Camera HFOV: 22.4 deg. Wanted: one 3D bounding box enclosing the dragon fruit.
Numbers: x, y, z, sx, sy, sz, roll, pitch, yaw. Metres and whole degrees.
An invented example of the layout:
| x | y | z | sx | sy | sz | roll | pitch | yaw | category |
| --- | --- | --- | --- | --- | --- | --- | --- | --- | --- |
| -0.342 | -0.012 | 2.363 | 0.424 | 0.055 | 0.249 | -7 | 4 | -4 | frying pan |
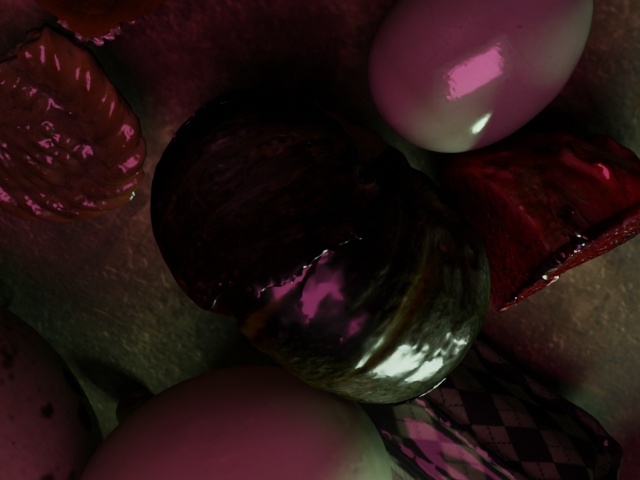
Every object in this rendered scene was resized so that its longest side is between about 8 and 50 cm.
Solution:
| x | y | z | sx | sy | sz | roll | pitch | yaw | category |
| --- | --- | --- | --- | --- | --- | --- | --- | --- | --- |
| 0.197 | -0.031 | 1.427 | 0.189 | 0.261 | 0.163 | 30 | 79 | -1 | dragon fruit |

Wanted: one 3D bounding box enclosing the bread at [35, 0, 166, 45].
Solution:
| x | y | z | sx | sy | sz | roll | pitch | yaw | category |
| --- | --- | --- | --- | --- | --- | --- | --- | --- | --- |
| -0.182 | -0.282 | 1.327 | 0.192 | 0.109 | 0.210 | -28 | 118 | 24 | bread |

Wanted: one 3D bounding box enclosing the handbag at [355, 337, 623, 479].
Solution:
| x | y | z | sx | sy | sz | roll | pitch | yaw | category |
| --- | --- | --- | --- | --- | --- | --- | --- | --- | --- |
| 0.057 | 0.273 | 1.670 | 0.317 | 0.180 | 0.416 | 35 | 127 | -8 | handbag |

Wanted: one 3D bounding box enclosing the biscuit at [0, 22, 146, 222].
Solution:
| x | y | z | sx | sy | sz | roll | pitch | yaw | category |
| --- | --- | --- | --- | --- | --- | --- | --- | --- | --- |
| -0.252 | -0.083 | 1.471 | 0.187 | 0.036 | 0.273 | 35 | 141 | -20 | biscuit |

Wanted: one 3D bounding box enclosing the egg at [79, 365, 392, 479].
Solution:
| x | y | z | sx | sy | sz | roll | pitch | yaw | category |
| --- | --- | --- | --- | --- | --- | --- | --- | --- | --- |
| -0.080 | 0.257 | 1.465 | 0.283 | 0.283 | 0.345 | 30 | 121 | -15 | egg |

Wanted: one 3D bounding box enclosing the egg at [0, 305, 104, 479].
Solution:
| x | y | z | sx | sy | sz | roll | pitch | yaw | category |
| --- | --- | --- | --- | --- | --- | --- | --- | --- | --- |
| -0.356 | 0.222 | 1.597 | 0.288 | 0.287 | 0.379 | -8 | 112 | 11 | egg |

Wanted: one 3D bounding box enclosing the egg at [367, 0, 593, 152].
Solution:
| x | y | z | sx | sy | sz | roll | pitch | yaw | category |
| --- | --- | --- | --- | --- | --- | --- | --- | --- | --- |
| 0.134 | -0.163 | 1.354 | 0.209 | 0.151 | 0.151 | -38 | 114 | 19 | egg |

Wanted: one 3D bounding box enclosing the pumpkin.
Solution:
| x | y | z | sx | sy | sz | roll | pitch | yaw | category |
| --- | --- | --- | --- | --- | --- | --- | --- | --- | --- |
| 0.000 | 0.000 | 1.394 | 0.320 | 0.320 | 0.192 | 34 | 101 | -17 | pumpkin |

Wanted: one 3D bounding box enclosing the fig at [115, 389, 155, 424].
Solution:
| x | y | z | sx | sy | sz | roll | pitch | yaw | category |
| --- | --- | --- | --- | --- | --- | --- | --- | --- | --- |
| -0.184 | 0.191 | 1.704 | 0.050 | 0.050 | 0.083 | -8 | 141 | 12 | fig |
